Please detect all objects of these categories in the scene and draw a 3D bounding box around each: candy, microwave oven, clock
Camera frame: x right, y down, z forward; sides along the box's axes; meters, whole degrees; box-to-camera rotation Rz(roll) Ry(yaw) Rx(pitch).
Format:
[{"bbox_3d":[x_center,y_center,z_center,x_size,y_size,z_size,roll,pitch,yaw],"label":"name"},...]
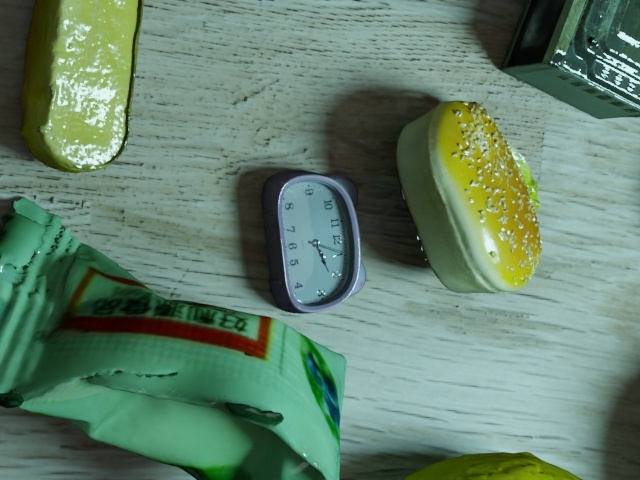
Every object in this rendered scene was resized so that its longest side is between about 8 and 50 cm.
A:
[{"bbox_3d":[-0.143,0.124,1.088,0.397,0.263,0.172,25,116,-11],"label":"candy"},{"bbox_3d":[0.317,-0.254,1.277,0.163,0.129,0.205,21,87,-18],"label":"microwave oven"},{"bbox_3d":[0.000,0.000,1.223,0.110,0.050,0.153,-8,96,-19],"label":"clock"}]

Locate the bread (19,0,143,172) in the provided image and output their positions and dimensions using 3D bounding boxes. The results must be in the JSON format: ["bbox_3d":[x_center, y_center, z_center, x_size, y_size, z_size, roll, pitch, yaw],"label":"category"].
[{"bbox_3d":[-0.225,-0.186,1.117,0.102,0.094,0.246,5,92,-28],"label":"bread"}]

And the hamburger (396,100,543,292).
[{"bbox_3d":[0.160,-0.046,1.224,0.116,0.173,0.210,-17,100,21],"label":"hamburger"}]

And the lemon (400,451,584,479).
[{"bbox_3d":[0.178,0.343,1.202,0.284,0.260,0.261,24,85,-18],"label":"lemon"}]
